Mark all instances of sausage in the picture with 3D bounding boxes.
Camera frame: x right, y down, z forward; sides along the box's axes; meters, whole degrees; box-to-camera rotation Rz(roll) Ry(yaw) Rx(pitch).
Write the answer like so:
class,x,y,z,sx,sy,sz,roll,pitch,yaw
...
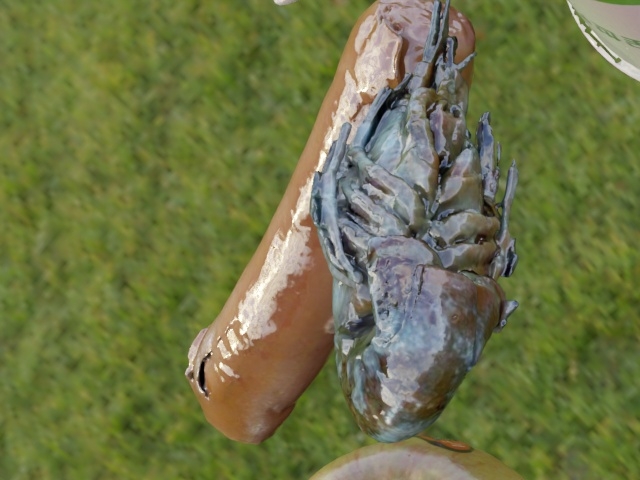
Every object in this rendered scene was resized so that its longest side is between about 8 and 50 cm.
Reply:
class,x,y,z,sx,sy,sz,roll,pitch,yaw
sausage,0.000,0.000,1.349,0.094,0.094,0.419,-100,28,-43

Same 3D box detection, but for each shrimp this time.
class,x,y,z,sx,sy,sz,roll,pitch,yaw
shrimp,0.039,-0.021,0.792,0.079,0.090,0.232,122,160,-52

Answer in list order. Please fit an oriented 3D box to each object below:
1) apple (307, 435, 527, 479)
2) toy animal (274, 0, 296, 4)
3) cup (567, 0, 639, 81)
class,x,y,z,sx,sy,sz,roll,pitch,yaw
apple,0.088,0.286,1.602,0.261,0.194,0.260,-11,57,17
toy animal,0.024,-0.340,2.051,0.212,0.124,0.124,-49,46,-10
cup,0.245,-0.244,1.352,0.253,0.274,0.253,-3,82,27
